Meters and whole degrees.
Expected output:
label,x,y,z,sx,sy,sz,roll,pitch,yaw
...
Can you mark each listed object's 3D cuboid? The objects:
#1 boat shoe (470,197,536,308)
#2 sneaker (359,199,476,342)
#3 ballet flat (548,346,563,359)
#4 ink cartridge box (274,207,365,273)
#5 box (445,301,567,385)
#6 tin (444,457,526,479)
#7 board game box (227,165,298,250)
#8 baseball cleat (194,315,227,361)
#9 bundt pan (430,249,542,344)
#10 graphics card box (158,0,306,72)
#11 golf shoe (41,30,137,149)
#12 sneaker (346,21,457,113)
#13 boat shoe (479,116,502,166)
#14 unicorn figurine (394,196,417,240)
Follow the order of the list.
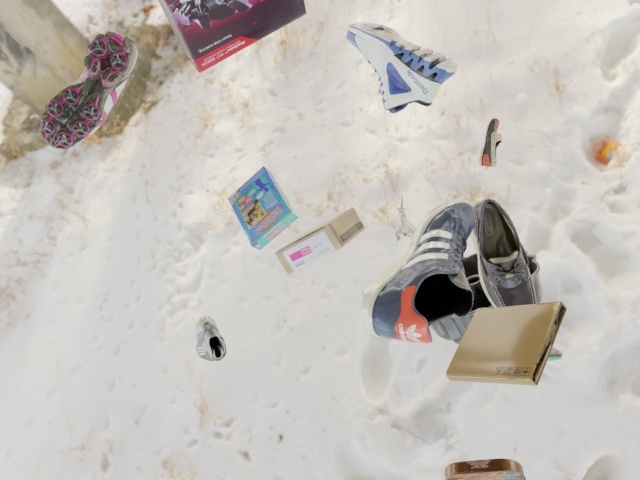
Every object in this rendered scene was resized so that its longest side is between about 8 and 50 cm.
label,x,y,z,sx,sy,sz,roll,pitch,yaw
boat shoe,0.388,0.044,1.107,0.103,0.092,0.284,-16,82,9
sneaker,0.224,0.055,0.925,0.148,0.131,0.350,12,48,42
ballet flat,0.613,0.325,1.501,0.077,0.221,0.079,9,63,-9
ink cartridge box,0.000,0.000,1.652,0.235,0.193,0.088,-27,96,33
box,0.335,0.187,0.947,0.164,0.021,0.201,-54,16,-27
tin,0.398,0.571,1.262,0.190,0.106,0.040,-13,38,19
board game box,-0.177,-0.099,1.565,0.160,0.047,0.210,-39,56,13
baseball cleat,-0.280,0.281,1.332,0.072,0.205,0.109,-25,55,-17
bundt pan,0.413,0.151,1.333,0.331,0.124,0.331,-24,16,7
graphics card box,-0.159,-0.449,0.782,0.233,0.371,0.094,-31,68,-7
golf shoe,-0.317,-0.204,0.729,0.186,0.067,0.086,-49,11,9
sneaker,0.189,-0.447,1.385,0.316,0.182,0.127,36,39,20
boat shoe,0.446,-0.253,1.337,0.043,0.049,0.136,10,78,32
unicorn figurine,0.257,-0.030,1.479,0.060,0.162,0.111,-38,13,32
